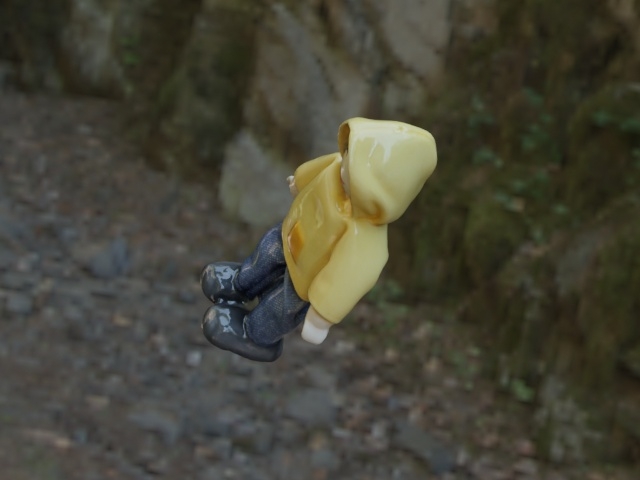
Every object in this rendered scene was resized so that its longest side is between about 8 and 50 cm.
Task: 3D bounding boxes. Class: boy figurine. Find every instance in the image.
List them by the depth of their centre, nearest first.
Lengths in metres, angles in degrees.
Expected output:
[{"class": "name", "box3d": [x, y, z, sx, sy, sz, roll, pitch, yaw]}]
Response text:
[{"class": "boy figurine", "box3d": [0.000, 0.000, 1.581, 0.092, 0.177, 0.285, 16, -38, -25]}]
